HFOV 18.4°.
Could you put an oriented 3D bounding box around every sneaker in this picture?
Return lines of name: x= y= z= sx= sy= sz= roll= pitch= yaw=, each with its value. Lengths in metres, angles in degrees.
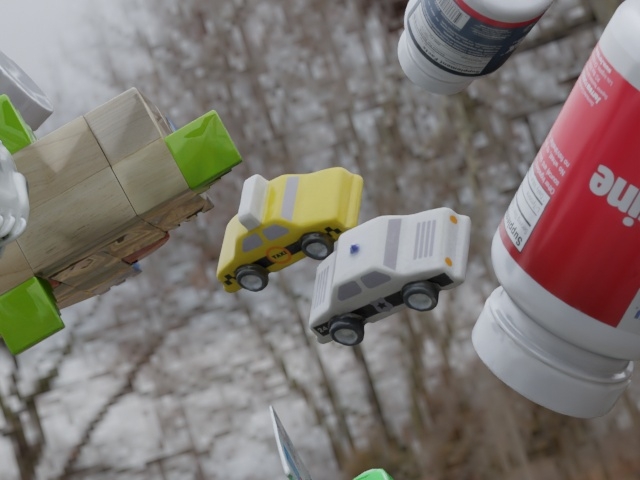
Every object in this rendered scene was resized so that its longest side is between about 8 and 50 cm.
sneaker: x=-0.249 y=-0.027 z=1.398 sx=0.094 sy=0.091 sz=0.258 roll=-43 pitch=8 yaw=11

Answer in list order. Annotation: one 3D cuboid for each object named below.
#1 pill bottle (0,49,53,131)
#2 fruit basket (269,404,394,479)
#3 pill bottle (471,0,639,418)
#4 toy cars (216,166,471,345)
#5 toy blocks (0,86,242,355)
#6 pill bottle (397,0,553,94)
pill bottle: x=-0.374 y=-0.092 z=1.977 sx=0.208 sy=0.119 sz=0.119 roll=-44 pitch=-13 yaw=5
fruit basket: x=0.033 y=0.323 z=1.230 sx=0.165 sy=0.327 sz=0.353 roll=-14 pitch=-41 yaw=-3
pill bottle: x=0.320 y=-0.027 z=2.039 sx=0.229 sy=0.229 sz=0.407 roll=-6 pitch=-50 yaw=-49
toy cars: x=0.000 y=0.000 z=2.000 sx=0.176 sy=0.087 sz=0.394 roll=-55 pitch=31 yaw=-7
toy blocks: x=-0.239 y=-0.002 z=1.717 sx=0.381 sy=0.190 sz=0.261 roll=-30 pitch=-7 yaw=3
pill bottle: x=0.136 y=-0.208 z=1.788 sx=0.108 sy=0.108 sz=0.180 roll=-13 pitch=-17 yaw=-22
